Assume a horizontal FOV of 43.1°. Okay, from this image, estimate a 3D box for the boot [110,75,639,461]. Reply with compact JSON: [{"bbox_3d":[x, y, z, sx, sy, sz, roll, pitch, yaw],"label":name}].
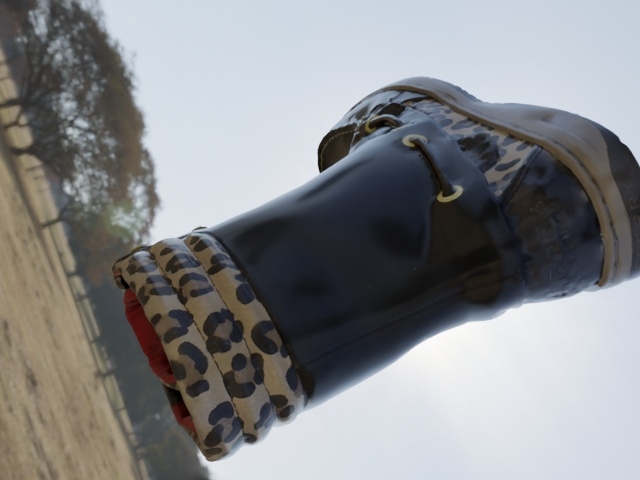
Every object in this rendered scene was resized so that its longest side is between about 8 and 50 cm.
[{"bbox_3d":[0.000,0.000,0.569,0.377,0.284,0.138,32,-37,63],"label":"boot"}]
